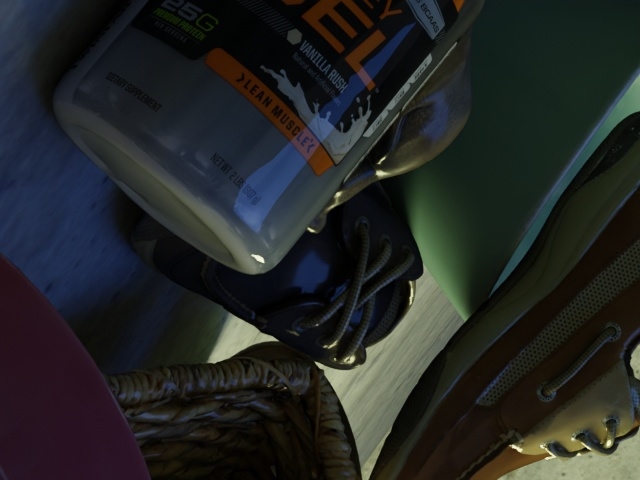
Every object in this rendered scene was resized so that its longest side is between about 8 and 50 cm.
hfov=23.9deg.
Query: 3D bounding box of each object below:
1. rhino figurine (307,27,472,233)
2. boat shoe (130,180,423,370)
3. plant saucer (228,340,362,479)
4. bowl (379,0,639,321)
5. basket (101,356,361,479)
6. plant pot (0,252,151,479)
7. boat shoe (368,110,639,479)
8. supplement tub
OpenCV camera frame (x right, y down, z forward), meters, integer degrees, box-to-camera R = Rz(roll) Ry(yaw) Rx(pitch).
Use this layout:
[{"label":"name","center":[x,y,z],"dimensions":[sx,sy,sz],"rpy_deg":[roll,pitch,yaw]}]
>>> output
[{"label":"rhino figurine","center":[0.035,-0.098,0.787],"dimensions":[0.106,0.073,0.243],"rpy_deg":[-32,-161,21]},{"label":"boat shoe","center":[0.000,0.000,0.893],"dimensions":[0.132,0.130,0.355],"rpy_deg":[-54,168,4]},{"label":"plant saucer","center":[-0.058,0.225,1.061],"dimensions":[0.310,0.050,0.311],"rpy_deg":[-41,-144,40]},{"label":"bowl","center":[0.134,-0.108,1.025],"dimensions":[0.311,0.163,0.311],"rpy_deg":[-51,169,-14]},{"label":"basket","center":[-0.089,0.211,0.771],"dimensions":[0.299,0.213,0.223],"rpy_deg":[2,127,-48]},{"label":"plant pot","center":[-0.165,0.102,0.359],"dimensions":[0.180,0.201,0.201],"rpy_deg":[-39,162,-56]},{"label":"boat shoe","center":[0.147,0.076,0.919],"dimensions":[0.324,0.120,0.122],"rpy_deg":[-54,167,8]},{"label":"supplement tub","center":[-0.010,-0.090,0.628],"dimensions":[0.190,0.117,0.117],"rpy_deg":[-52,168,-11]}]
